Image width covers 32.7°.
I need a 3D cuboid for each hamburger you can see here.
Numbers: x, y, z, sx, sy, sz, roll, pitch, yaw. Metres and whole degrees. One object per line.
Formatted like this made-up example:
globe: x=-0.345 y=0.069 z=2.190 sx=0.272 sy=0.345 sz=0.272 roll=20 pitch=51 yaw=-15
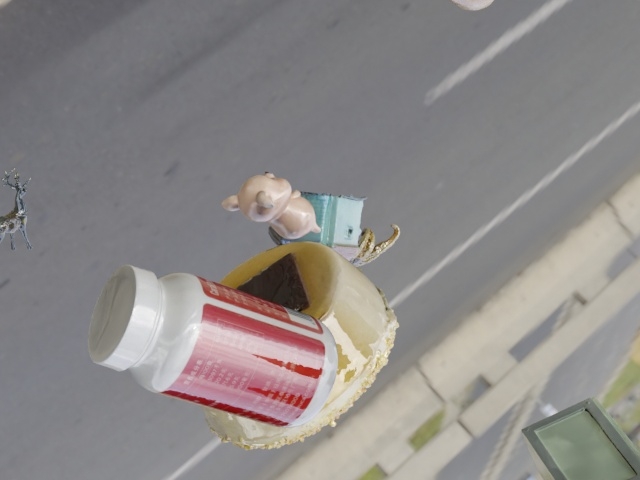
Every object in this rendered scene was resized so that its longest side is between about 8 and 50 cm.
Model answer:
hamburger: x=-0.039 y=0.139 z=1.423 sx=0.302 sy=0.302 sz=0.170 roll=-42 pitch=120 yaw=-8

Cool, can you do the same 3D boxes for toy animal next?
toy animal: x=-0.062 y=-0.047 z=1.602 sx=0.150 sy=0.089 sz=0.083 roll=24 pitch=128 yaw=-31

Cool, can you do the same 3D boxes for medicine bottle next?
medicine bottle: x=-0.111 y=0.113 z=1.166 sx=0.250 sy=0.131 sz=0.131 roll=21 pitch=121 yaw=-30

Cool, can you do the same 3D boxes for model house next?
model house: x=0.000 y=0.000 z=1.723 sx=0.148 sy=0.119 sz=0.149 roll=11 pitch=80 yaw=-62

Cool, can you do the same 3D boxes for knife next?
knife: x=-0.067 y=-0.005 z=1.879 sx=0.031 sy=0.121 sz=0.018 roll=-6 pitch=111 yaw=-13

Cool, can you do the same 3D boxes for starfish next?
starfish: x=0.045 y=0.013 z=1.917 sx=0.189 sy=0.074 sz=0.146 roll=-8 pitch=172 yaw=-11

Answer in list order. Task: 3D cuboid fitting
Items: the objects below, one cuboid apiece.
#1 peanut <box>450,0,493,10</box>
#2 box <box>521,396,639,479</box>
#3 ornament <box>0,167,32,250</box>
peanut: x=0.260 y=-0.460 z=1.964 sx=0.152 sy=0.076 sz=0.076 roll=22 pitch=116 yaw=-43
box: x=0.407 y=0.343 z=1.631 sx=0.129 sy=0.086 sz=0.225 roll=-25 pitch=-155 yaw=-1
ornament: x=-0.401 y=-0.033 z=1.404 sx=0.073 sy=0.028 sz=0.125 roll=-33 pitch=139 yaw=-53
